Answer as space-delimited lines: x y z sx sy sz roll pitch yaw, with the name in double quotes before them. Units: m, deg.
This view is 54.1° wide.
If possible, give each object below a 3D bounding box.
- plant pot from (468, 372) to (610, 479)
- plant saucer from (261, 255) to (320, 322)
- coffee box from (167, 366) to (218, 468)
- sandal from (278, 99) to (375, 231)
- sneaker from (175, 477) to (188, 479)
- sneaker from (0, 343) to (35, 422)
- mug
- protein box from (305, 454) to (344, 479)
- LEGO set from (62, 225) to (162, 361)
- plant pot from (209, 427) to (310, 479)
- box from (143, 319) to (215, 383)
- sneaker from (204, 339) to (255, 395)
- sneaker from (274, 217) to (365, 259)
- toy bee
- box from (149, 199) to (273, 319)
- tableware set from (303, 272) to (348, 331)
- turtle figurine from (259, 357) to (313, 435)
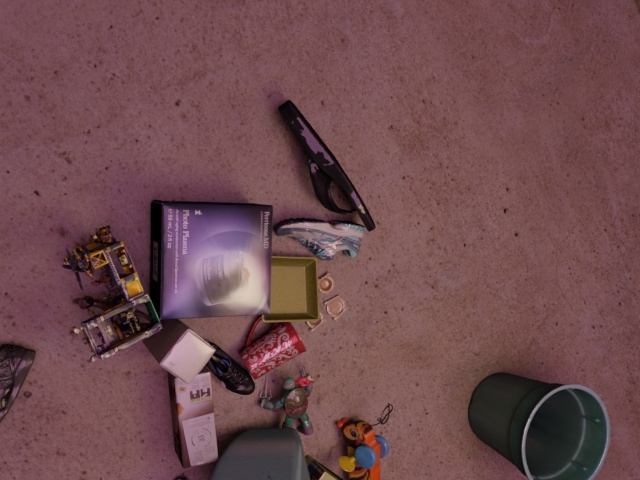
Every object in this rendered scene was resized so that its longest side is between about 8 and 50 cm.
"plant pot" 0.677 0.589 2.024 0.341 0.334 0.341 -2 94 -22
"plant saucer" -0.096 0.142 1.813 0.188 0.045 0.188 3 79 -31
"coffee box" -0.349 0.468 1.704 0.098 0.141 0.247 -6 95 -21
"sandal" 0.004 -0.199 1.822 0.107 0.167 0.446 -35 99 9
"sneaker" -0.395 0.759 1.733 0.071 0.083 0.191 13 87 -21
"sneaker" -0.809 0.360 1.542 0.130 0.087 0.228 24 81 -20
"mug" -0.150 0.305 1.811 0.169 0.150 0.113 -32 141 -13
"protein box" -0.004 0.795 1.865 0.200 0.136 0.201 41 77 -20
"LEGO set" -0.555 0.150 1.543 0.192 0.255 0.331 -27 111 -35
"plant pot" -0.143 0.654 1.707 0.247 0.252 0.248 -6 119 9
"box" -0.368 0.270 1.611 0.094 0.275 0.113 42 78 -20
"sneaker" -0.256 0.372 1.746 0.217 0.121 0.079 46 77 -18
"sneaker" 0.000 0.000 1.839 0.282 0.110 0.122 4 95 -22
"toy bee" 0.128 0.615 1.915 0.195 0.162 0.298 23 84 -56
"box" -0.289 0.044 1.659 0.293 0.182 0.297 0 95 -24
"tableware set" 0.000 0.183 1.895 0.141 0.020 0.169 -30 104 -18
"turtle figurine" -0.087 0.472 1.829 0.175 0.118 0.234 -13 105 -17
